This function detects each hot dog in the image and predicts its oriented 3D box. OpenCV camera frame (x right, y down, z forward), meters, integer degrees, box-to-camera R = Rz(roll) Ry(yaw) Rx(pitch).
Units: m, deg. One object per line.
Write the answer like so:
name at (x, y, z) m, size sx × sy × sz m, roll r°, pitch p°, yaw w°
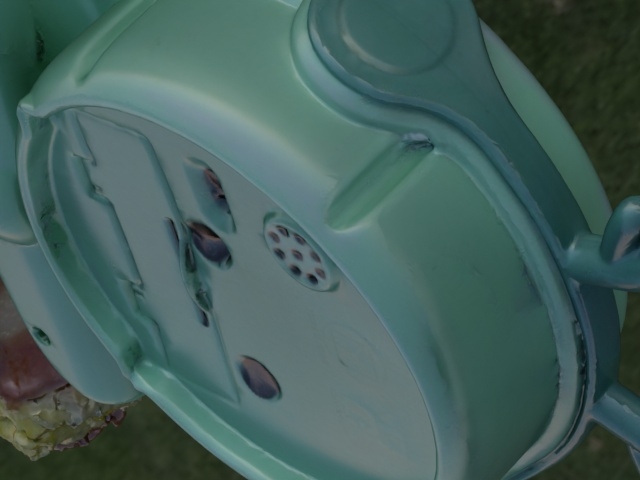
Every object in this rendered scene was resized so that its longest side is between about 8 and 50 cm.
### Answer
hot dog at (-0.155, 0.009, 0.968) m, size 0.103 × 0.146 × 0.213 m, roll -12°, pitch 98°, yaw 33°

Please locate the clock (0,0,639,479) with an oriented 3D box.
clock at (0.000, 0.000, 0.423) m, size 0.211 × 0.066 × 0.159 m, roll 22°, pitch 144°, yaw 36°
